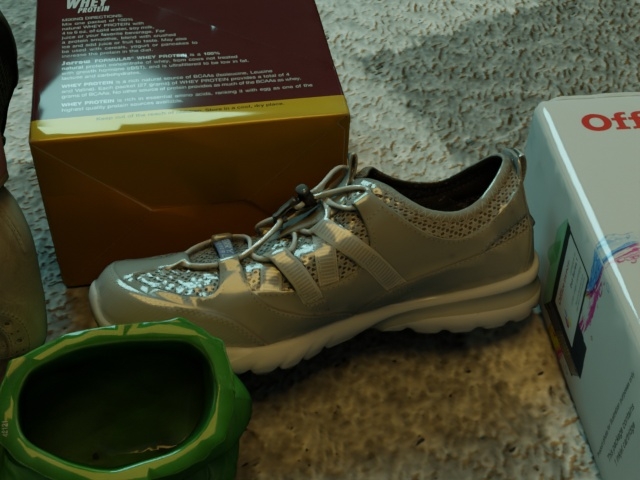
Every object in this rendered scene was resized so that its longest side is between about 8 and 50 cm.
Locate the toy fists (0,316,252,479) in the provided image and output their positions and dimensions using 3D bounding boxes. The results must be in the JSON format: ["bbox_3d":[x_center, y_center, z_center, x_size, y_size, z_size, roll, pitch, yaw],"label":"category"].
[{"bbox_3d":[-0.168,0.118,0.476,0.279,0.142,0.096,-15,77,-15],"label":"toy fists"}]

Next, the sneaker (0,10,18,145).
[{"bbox_3d":[-0.205,-0.027,0.563,0.087,0.227,0.130,-17,62,-43],"label":"sneaker"}]

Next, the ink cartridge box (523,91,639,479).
[{"bbox_3d":[0.249,0.039,0.579,0.202,0.117,0.278,-4,47,-6],"label":"ink cartridge box"}]

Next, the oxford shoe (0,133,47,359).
[{"bbox_3d":[-0.300,0.033,0.500,0.348,0.130,0.123,-8,22,23],"label":"oxford shoe"}]

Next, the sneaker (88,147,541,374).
[{"bbox_3d":[0.000,0.000,0.594,0.281,0.115,0.105,-9,24,-18],"label":"sneaker"}]

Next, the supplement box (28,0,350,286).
[{"bbox_3d":[-0.092,-0.091,0.683,0.192,0.129,0.194,-6,47,-8],"label":"supplement box"}]
